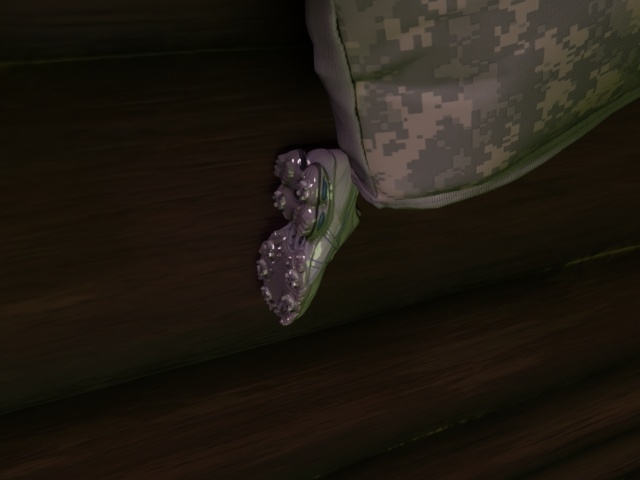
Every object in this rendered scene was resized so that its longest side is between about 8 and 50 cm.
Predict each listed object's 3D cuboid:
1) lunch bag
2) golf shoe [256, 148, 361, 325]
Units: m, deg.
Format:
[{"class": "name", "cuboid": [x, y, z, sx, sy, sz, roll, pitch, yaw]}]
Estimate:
[{"class": "lunch bag", "cuboid": [0.111, -0.171, 0.445, 0.287, 0.169, 0.235, -31, 144, -12]}, {"class": "golf shoe", "cuboid": [0.000, 0.000, 0.640, 0.086, 0.069, 0.176, -16, 141, -33]}]
